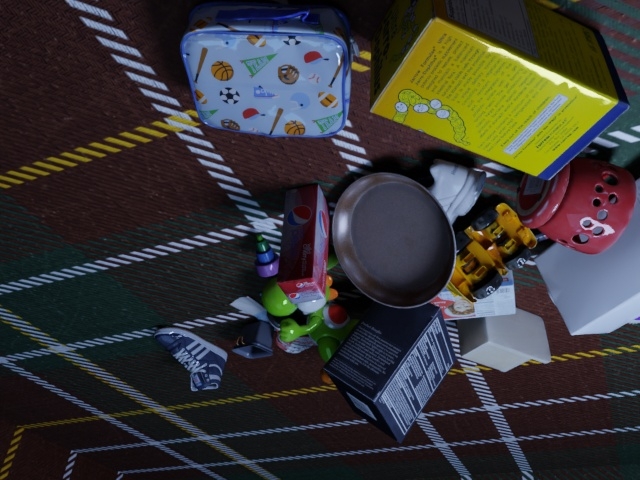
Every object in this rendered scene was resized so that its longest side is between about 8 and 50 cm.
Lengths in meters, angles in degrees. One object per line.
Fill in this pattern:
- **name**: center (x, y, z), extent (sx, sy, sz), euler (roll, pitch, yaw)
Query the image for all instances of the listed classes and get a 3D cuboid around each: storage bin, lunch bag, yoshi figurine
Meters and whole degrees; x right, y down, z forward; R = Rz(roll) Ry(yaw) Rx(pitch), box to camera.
- **storage bin**: center (-0.209, 0.307, 1.872), extent (0.098, 0.091, 0.135), euler (31, 146, -30)
- **lunch bag**: center (-0.083, -0.304, 1.052), extent (0.303, 0.115, 0.243), euler (2, 141, 4)
- **yoshi figurine**: center (-0.038, 0.216, 1.654), extent (0.203, 0.203, 0.362), euler (17, 139, 62)

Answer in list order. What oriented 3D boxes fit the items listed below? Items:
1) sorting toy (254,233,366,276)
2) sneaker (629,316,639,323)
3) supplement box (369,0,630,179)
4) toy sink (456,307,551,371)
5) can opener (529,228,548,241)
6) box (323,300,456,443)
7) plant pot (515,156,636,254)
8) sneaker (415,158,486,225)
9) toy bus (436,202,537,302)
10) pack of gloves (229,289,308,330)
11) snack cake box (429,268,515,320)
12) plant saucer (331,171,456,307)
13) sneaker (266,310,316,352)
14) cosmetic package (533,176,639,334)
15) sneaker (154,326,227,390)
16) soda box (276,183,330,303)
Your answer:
- **sorting toy**: center (0.000, 0.000, 1.473), extent (0.365, 0.127, 0.126), euler (-9, 118, 13)
- **sneaker**: center (0.792, 0.123, 1.542), extent (0.293, 0.102, 0.146), euler (19, 140, -19)
- **supplement box**: center (0.280, -0.277, 0.984), extent (0.356, 0.194, 0.195), euler (18, 141, -17)
- **toy sink**: center (0.527, 0.282, 1.737), extent (0.234, 0.153, 0.131), euler (19, 140, -21)
- **can opener**: center (0.523, -0.025, 1.405), extent (0.186, 0.059, 0.073), euler (-12, 149, 19)
- **box**: center (0.196, 0.328, 1.594), extent (0.182, 0.294, 0.296), euler (26, 156, 36)
- **plant pot**: center (0.511, -0.083, 1.226), extent (0.174, 0.191, 0.191), euler (16, 142, -8)
- **sneaker**: center (0.257, -0.080, 1.345), extent (0.129, 0.111, 0.297), euler (29, 141, 3)
- **toy bus**: center (0.364, 0.034, 1.407), extent (0.149, 0.220, 0.211), euler (50, 173, 1)
- **pack of gloves**: center (-0.130, 0.226, 1.811), extent (0.195, 0.046, 0.232), euler (-27, 133, 33)
- **snack cake box**: center (0.384, 0.138, 1.611), extent (0.264, 0.089, 0.152), euler (-7, 143, 15)
- **plant saucer**: center (0.165, -0.002, 1.325), extent (0.310, 0.050, 0.311), euler (14, 114, 34)
- **sneaker**: center (-0.100, 0.272, 1.778), extent (0.145, 0.090, 0.270), euler (-28, 145, 30)
- **cosmetic package**: center (0.684, 0.032, 1.310), extent (0.156, 0.217, 0.385), euler (1, 148, -28)
- **sneaker**: center (-0.434, 0.400, 1.977), extent (0.099, 0.153, 0.282), euler (-30, 132, 36)
- **soda box**: center (-0.034, 0.004, 1.325), extent (0.083, 0.263, 0.092), euler (-10, 141, 16)
